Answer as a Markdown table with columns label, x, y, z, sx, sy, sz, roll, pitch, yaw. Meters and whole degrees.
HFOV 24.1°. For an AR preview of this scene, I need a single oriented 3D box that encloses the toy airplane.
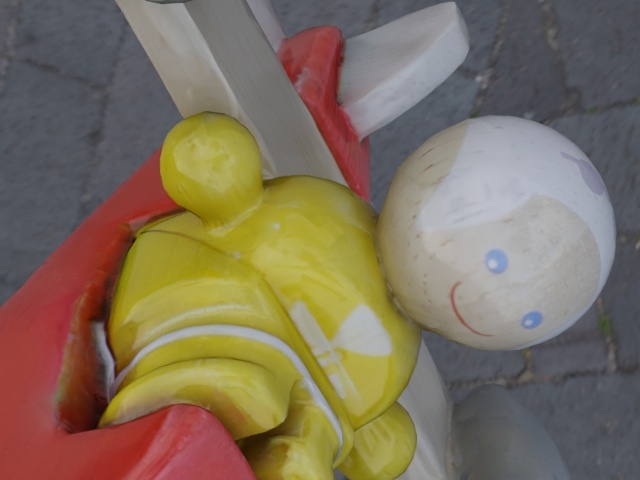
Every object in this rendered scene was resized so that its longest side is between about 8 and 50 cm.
| label | x | y | z | sx | sy | sz | roll | pitch | yaw |
| --- | --- | --- | --- | --- | --- | --- | --- | --- | --- |
| toy airplane | 0.000 | 0.000 | 0.618 | 0.272 | 0.386 | 0.384 | -10 | 76 | 34 |
